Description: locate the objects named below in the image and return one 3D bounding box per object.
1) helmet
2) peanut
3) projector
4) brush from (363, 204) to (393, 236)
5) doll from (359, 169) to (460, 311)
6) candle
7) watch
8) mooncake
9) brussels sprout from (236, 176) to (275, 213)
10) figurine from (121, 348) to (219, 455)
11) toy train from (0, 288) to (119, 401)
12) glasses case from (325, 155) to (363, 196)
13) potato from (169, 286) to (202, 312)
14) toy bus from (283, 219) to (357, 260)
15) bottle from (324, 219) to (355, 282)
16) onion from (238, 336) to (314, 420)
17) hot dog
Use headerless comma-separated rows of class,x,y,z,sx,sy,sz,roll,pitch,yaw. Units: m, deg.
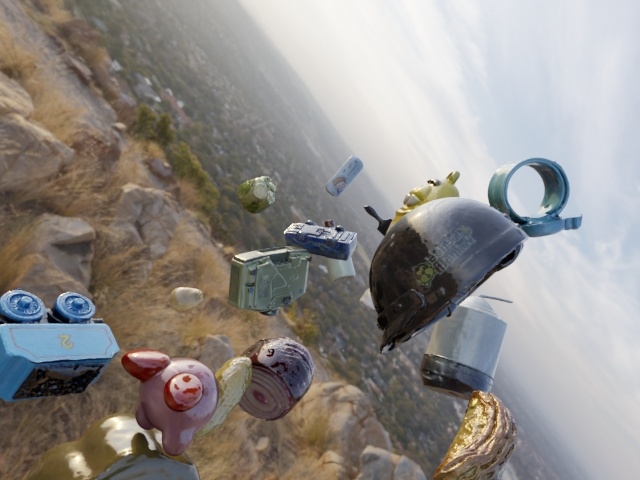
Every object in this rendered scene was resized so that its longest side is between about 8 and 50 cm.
helmet,0.166,0.036,0.722,0.160,0.279,0.230,55,2,17
peanut,-0.334,0.509,1.544,0.147,0.305,0.147,34,-24,17
projector,-0.143,0.124,1.385,0.088,0.193,0.270,18,18,39
brush,0.214,-0.062,1.613,0.193,0.063,0.016,40,16,-31
doll,0.239,0.028,1.308,0.161,0.422,0.348,29,-28,-4
candle,0.449,0.314,1.454,0.222,0.342,0.221,19,-14,5
watch,0.525,-0.108,1.163,0.211,0.211,0.193,-37,117,-78
mooncake,-0.598,0.757,1.361,0.262,0.466,0.467,18,-21,49
brussels sprout,-0.248,-0.173,1.819,0.183,0.146,0.131,-6,80,-80
figurine,-0.395,0.429,1.329,0.270,0.261,0.211,23,32,32
toy train,-0.708,0.274,1.226,0.265,0.188,0.300,48,17,29
glasses case,0.091,-0.245,1.782,0.067,0.178,0.045,42,-8,-9
potato,-0.365,0.158,1.275,0.062,0.084,0.068,-74,154,-77
toy bus,0.001,0.000,1.516,0.079,0.237,0.094,-54,146,-43
bottle,0.060,0.037,1.846,0.104,0.104,0.244,25,49,-67
onion,-0.178,0.502,1.794,0.282,0.336,0.260,42,38,-1
hot dog,0.284,0.399,0.839,0.259,0.114,0.175,-38,136,-49
